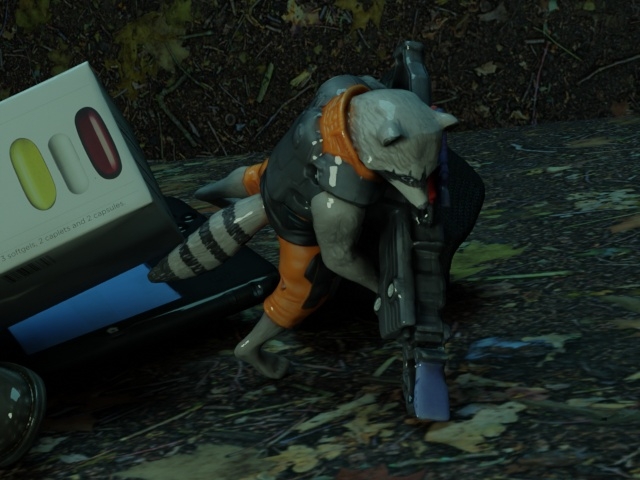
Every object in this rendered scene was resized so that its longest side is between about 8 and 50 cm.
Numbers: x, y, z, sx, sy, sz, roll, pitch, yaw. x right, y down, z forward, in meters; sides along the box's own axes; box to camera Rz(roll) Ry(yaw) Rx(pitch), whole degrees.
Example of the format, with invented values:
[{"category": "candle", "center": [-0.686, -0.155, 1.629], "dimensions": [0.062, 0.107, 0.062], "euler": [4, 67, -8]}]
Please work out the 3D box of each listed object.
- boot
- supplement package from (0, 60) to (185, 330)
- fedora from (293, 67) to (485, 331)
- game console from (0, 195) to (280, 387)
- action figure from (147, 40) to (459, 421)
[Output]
[{"category": "boot", "center": [-0.374, 0.110, 0.953], "dimensions": [0.263, 0.091, 0.229], "euler": [4, -15, 33]}, {"category": "supplement package", "center": [-0.285, -0.022, 1.129], "dimensions": [0.261, 0.145, 0.204], "euler": [-26, -11, -3]}, {"category": "fedora", "center": [0.084, -0.024, 1.290], "dimensions": [0.152, 0.334, 0.334], "euler": [22, 12, 0]}, {"category": "game console", "center": [-0.280, 0.057, 1.344], "dimensions": [0.386, 0.060, 0.342], "euler": [-21, 22, -23]}, {"category": "action figure", "center": [0.000, 0.000, 1.012], "dimensions": [0.178, 0.341, 0.330], "euler": [13, -35, -27]}]
